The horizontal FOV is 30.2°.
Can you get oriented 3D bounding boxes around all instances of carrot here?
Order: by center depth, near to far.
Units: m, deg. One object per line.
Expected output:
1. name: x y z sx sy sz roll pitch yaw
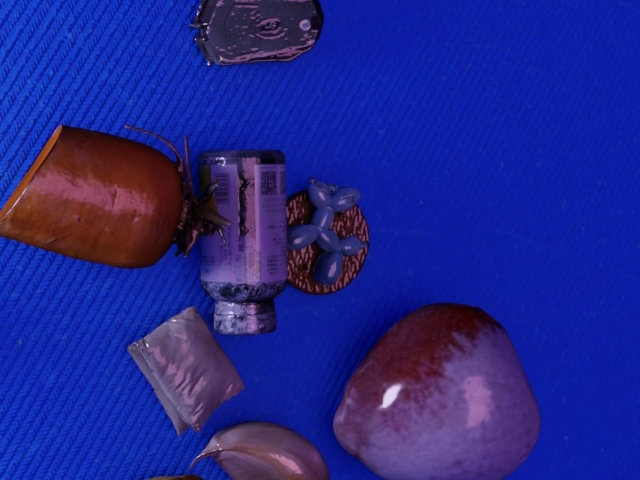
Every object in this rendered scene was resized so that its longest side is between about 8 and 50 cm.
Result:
1. carrot: -0.307 -0.063 1.765 0.331 0.193 0.214 18 63 -23

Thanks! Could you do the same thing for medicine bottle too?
1. medicine bottle: -0.123 0.002 1.896 0.141 0.141 0.293 -3 94 -28

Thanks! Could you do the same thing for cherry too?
1. cherry: 0.212 0.284 2.023 0.326 0.291 0.335 44 81 -15

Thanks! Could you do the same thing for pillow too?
1. pillow: -0.214 0.203 1.896 0.134 0.078 0.181 -37 106 -25

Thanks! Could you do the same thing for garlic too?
1. garlic: -0.082 0.381 1.944 0.164 0.145 0.245 -45 115 -3

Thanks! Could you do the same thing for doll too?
1. doll: 0.010 -0.025 1.983 0.158 0.059 0.159 -45 110 -17

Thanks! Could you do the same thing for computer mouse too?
1. computer mouse: -0.104 -0.352 1.932 0.231 0.071 0.126 -10 112 -18

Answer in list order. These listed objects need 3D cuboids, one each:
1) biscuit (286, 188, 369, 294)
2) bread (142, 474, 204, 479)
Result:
1. biscuit: 0.000 0.000 2.028 0.188 0.027 0.187 -1 92 -27
2. bread: -0.261 0.443 1.895 0.188 0.065 0.149 -18 116 -39
